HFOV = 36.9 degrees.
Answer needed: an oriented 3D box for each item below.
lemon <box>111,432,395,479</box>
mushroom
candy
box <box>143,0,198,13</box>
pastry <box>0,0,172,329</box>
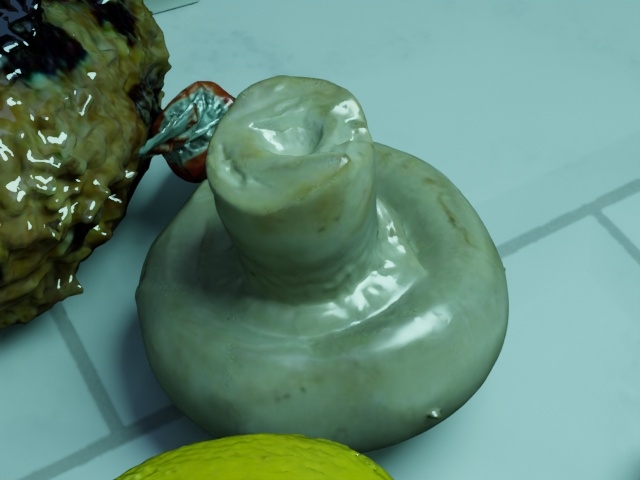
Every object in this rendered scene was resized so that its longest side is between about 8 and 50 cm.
[{"bbox_3d":[-0.041,0.246,0.544,0.293,0.293,0.293,2,52,-2],"label":"lemon"},{"bbox_3d":[0.000,0.000,0.717,0.292,0.290,0.292,-2,47,2],"label":"mushroom"},{"bbox_3d":[-0.097,-0.090,0.827,0.059,0.292,0.086,42,93,1],"label":"candy"},{"bbox_3d":[-0.253,-0.352,1.119,0.149,0.067,0.233,-18,56,-19],"label":"box"},{"bbox_3d":[-0.296,-0.094,0.781,0.337,0.292,0.405,42,51,14],"label":"pastry"}]
